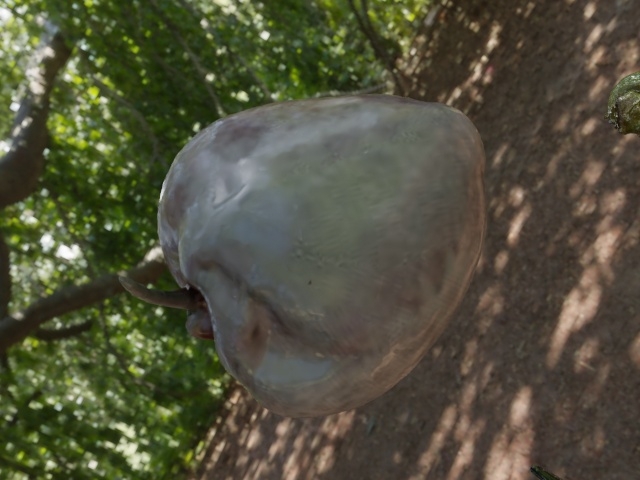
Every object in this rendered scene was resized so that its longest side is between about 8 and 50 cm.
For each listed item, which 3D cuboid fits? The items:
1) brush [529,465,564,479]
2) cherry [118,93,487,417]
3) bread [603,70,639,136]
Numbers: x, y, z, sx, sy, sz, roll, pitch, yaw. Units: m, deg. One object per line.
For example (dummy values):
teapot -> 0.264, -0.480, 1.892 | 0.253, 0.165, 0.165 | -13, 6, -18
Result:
brush -> 0.303, 0.293, 0.904 | 0.063, 0.193, 0.016 | -10, -53, -50
cherry -> 0.004, 0.011, 0.864 | 0.291, 0.335, 0.326 | 76, -171, -59
bread -> 0.323, -0.097, 0.742 | 0.088, 0.128, 0.232 | -56, -23, 22
